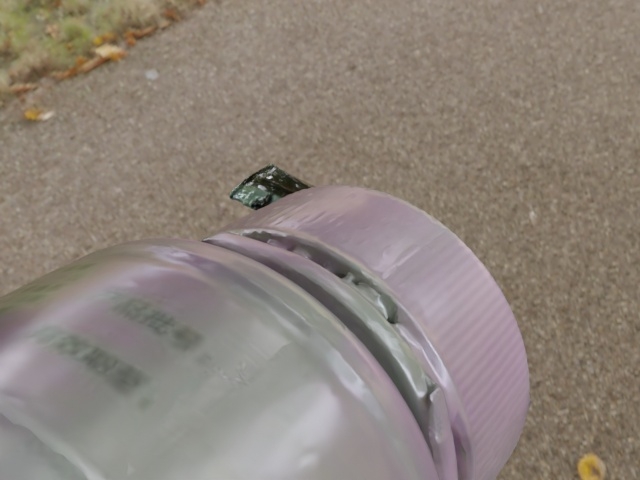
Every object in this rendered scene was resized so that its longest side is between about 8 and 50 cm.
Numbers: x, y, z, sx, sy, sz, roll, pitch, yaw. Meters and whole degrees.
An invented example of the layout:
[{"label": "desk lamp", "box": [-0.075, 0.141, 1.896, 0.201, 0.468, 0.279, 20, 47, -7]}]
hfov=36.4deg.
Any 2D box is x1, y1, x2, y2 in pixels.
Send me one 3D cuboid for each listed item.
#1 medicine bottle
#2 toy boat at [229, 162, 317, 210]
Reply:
[{"label": "medicine bottle", "box": [-0.058, 0.121, 0.468, 0.256, 0.256, 0.325, 6, 24, 32]}, {"label": "toy boat", "box": [0.000, 0.000, 0.655, 0.140, 0.059, 0.066, 28, 95, 7]}]
